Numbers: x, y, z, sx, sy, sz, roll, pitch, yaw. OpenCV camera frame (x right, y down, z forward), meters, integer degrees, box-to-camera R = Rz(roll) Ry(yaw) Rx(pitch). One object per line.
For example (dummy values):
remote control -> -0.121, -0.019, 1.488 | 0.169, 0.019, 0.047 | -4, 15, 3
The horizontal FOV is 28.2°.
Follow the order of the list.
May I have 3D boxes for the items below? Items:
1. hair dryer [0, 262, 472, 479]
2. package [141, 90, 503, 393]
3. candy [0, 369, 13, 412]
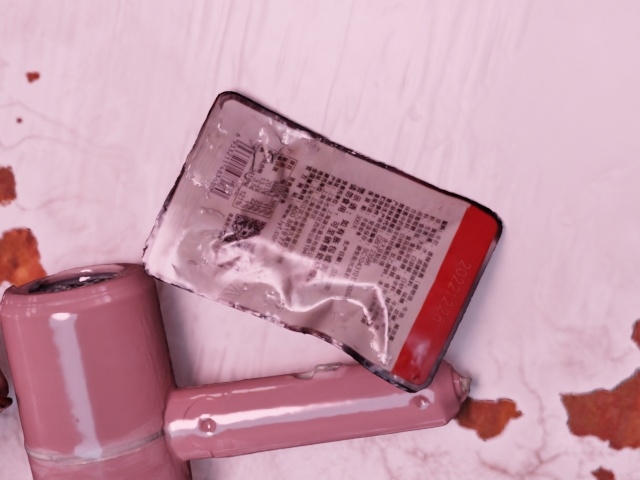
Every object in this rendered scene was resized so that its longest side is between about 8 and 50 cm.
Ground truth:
hair dryer -> -0.061, 0.113, 0.987 | 0.352, 0.125, 0.210 | -8, 100, 5
package -> 0.000, 0.000, 0.943 | 0.239, 0.030, 0.154 | 24, 81, 8
candy -> -0.357, 0.143, 0.984 | 0.255, 0.255, 0.094 | -27, 95, 18
